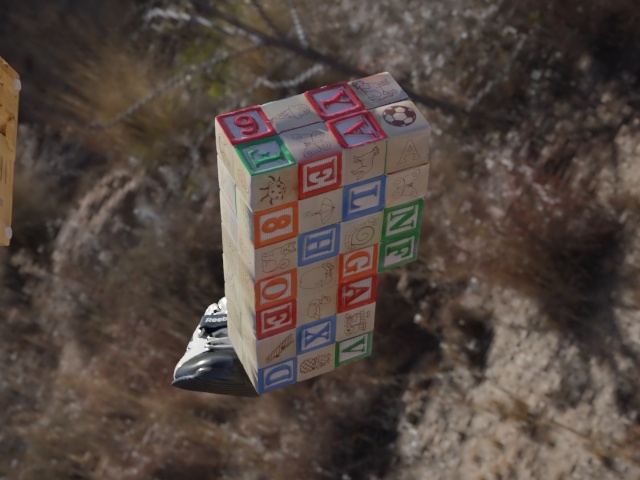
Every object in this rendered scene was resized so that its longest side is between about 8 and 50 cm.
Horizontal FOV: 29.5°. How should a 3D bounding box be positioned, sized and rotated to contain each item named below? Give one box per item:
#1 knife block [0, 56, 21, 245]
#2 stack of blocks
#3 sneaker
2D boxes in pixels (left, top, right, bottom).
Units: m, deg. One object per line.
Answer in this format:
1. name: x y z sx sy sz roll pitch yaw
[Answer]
1. knife block: -0.440 -0.064 1.234 0.088 0.242 0.275 68 -157 -79
2. stack of blocks: 0.000 0.000 1.155 0.297 0.171 0.087 92 154 -45
3. sneaker: -0.133 0.142 1.684 0.330 0.123 0.146 139 140 -84
